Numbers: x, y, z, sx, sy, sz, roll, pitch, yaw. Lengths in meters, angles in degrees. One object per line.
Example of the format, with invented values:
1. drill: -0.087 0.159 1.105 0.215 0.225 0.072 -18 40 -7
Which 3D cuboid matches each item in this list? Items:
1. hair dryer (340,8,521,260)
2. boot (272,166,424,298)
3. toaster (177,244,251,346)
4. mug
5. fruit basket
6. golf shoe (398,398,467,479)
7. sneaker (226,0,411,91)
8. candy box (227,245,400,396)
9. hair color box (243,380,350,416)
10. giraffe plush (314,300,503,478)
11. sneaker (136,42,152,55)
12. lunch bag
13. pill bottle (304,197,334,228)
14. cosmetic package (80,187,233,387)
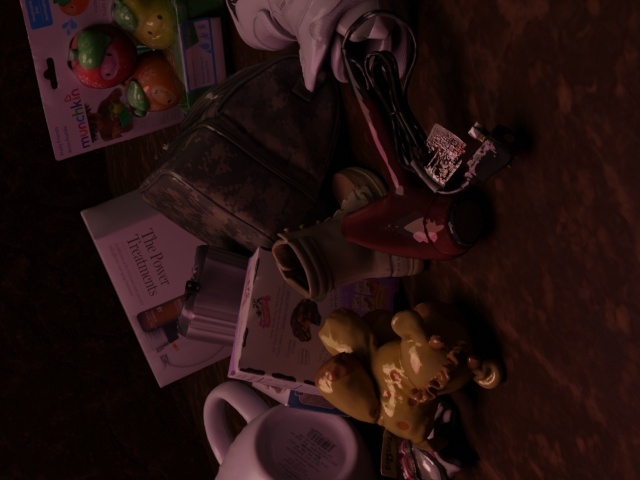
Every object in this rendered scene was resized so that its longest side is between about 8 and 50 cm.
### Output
1. hair dryer: 0.092 -0.081 0.999 0.223 0.080 0.293 51 144 22
2. boot: 0.015 -0.014 1.191 0.213 0.165 0.077 -124 26 -47
3. toaster: -0.119 0.085 1.340 0.227 0.147 0.129 125 157 -74
4. mug: -0.072 0.393 1.566 0.374 0.276 0.328 44 144 29
5. fruit basket: -0.331 -0.327 1.696 0.165 0.353 0.326 36 139 41
6. golf shoe: 0.137 0.220 1.205 0.086 0.067 0.186 -32 55 29
7. sneaker: -0.009 -0.258 1.107 0.366 0.138 0.210 139 117 -67
8. candy box: -0.007 0.112 1.225 0.070 0.196 0.164 136 145 -68
9. hair color box: -0.037 0.159 1.490 0.347 0.105 0.173 178 105 -72
10. giraffe plush: 0.107 0.137 1.082 0.170 0.182 0.210 -54 39 41
11. sneaker: -0.308 -0.375 1.922 0.223 0.083 0.098 -65 -30 -44
12. lunch bag: -0.103 -0.126 1.367 0.213 0.256 0.305 36 166 -12
13. pill bottle: 0.000 0.000 1.410 0.067 0.067 0.120 -179 75 -72
14. cosmetic package: -0.211 0.055 1.644 0.097 0.285 0.377 51 162 44
